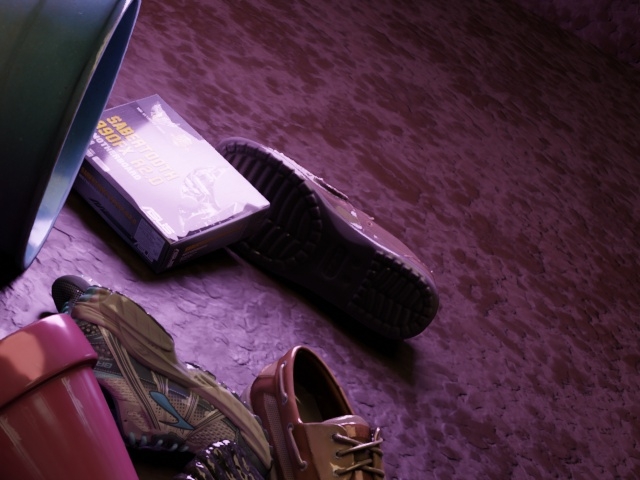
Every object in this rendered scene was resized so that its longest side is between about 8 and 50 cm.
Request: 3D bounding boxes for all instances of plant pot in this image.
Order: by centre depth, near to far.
[{"bbox_3d":[-0.263,0.195,1.690,0.180,0.201,0.201,54,28,6],"label":"plant pot"},{"bbox_3d":[-0.416,-0.184,2.047,0.334,0.341,0.341,22,26,-4],"label":"plant pot"}]

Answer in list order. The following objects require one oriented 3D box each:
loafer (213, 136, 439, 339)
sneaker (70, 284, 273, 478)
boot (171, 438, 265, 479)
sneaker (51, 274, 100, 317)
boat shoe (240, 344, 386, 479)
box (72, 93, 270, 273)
[{"bbox_3d":[0.000,0.000,2.422,0.366,0.134,0.130,40,13,8],"label":"loafer"},{"bbox_3d":[-0.173,0.176,1.934,0.283,0.122,0.110,43,-18,-20],"label":"sneaker"},{"bbox_3d":[-0.062,0.327,1.685,0.260,0.131,0.348,40,11,3],"label":"boot"},{"bbox_3d":[-0.263,0.095,2.001,0.076,0.065,0.166,4,36,-39],"label":"sneaker"},{"bbox_3d":[0.010,0.240,1.987,0.123,0.116,0.324,9,34,-41],"label":"boat shoe"},{"bbox_3d":[-0.205,-0.075,2.326,0.183,0.056,0.231,-23,59,-44],"label":"box"}]
